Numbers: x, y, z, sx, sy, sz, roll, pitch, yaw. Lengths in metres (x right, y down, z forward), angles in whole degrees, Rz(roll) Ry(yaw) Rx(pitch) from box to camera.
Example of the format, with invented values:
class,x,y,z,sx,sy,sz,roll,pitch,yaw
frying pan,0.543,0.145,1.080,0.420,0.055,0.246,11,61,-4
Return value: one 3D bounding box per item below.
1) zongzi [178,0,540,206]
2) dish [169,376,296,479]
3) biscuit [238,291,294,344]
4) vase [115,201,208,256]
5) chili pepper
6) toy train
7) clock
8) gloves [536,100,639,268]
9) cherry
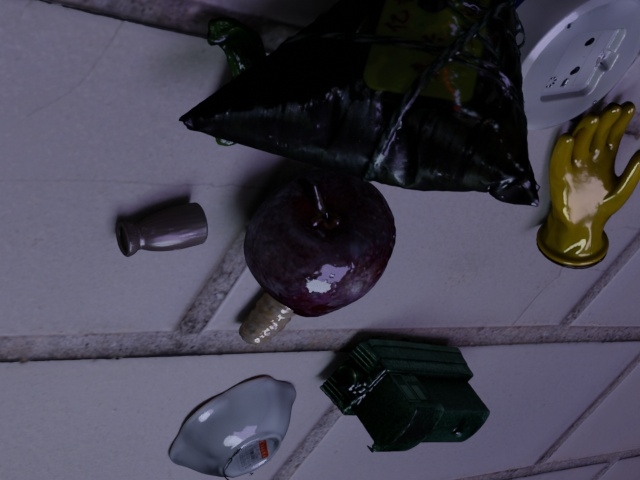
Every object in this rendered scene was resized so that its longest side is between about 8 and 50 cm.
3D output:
class,x,y,z,sx,sy,sz,roll,pitch,yaw
zongzi,0.048,-0.175,1.287,0.362,0.383,0.319,7,132,3
dish,-0.123,0.318,1.906,0.229,0.081,0.229,-26,147,-18
biscuit,-0.035,0.064,1.673,0.219,0.055,0.061,-49,158,20
vase,-0.188,-0.011,1.419,0.101,0.053,0.053,-14,143,-27
chili pepper,-0.089,-0.176,1.297,0.073,0.050,0.182,-19,144,-15
toy train,0.155,0.265,2.020,0.330,0.178,0.138,11,125,-50
clock,0.322,-0.252,1.579,0.230,0.083,0.230,-27,150,-17
gloves,0.420,-0.097,1.881,0.133,0.116,0.294,-28,143,-27
cherry,-0.002,0.003,1.509,0.195,0.195,0.195,-26,148,-18
